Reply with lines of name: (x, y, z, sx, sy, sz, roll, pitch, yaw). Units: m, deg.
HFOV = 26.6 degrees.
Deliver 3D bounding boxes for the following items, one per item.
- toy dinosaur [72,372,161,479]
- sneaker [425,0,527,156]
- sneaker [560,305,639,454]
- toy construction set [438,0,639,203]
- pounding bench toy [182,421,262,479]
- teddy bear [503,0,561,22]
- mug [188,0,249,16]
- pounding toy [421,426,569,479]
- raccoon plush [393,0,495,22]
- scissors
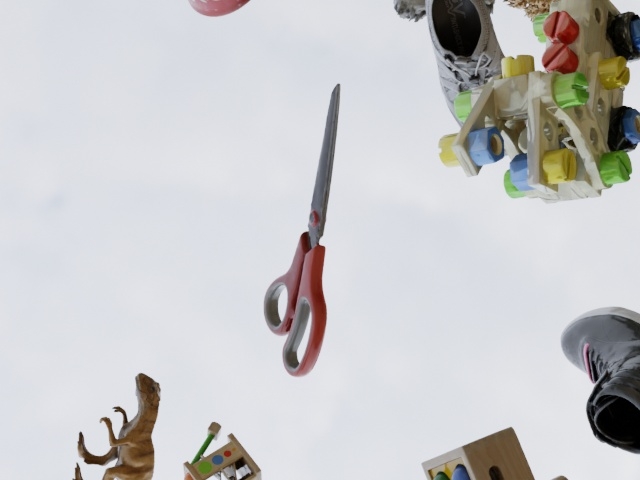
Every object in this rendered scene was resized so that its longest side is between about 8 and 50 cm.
toy dinosaur: (-0.201, 0.245, 1.429, 0.112, 0.212, 0.064, 1, -156, -3)
sneaker: (0.187, -0.227, 1.748, 0.115, 0.105, 0.281, -66, -45, -62)
sneaker: (0.343, 0.162, 1.590, 0.147, 0.295, 0.105, -26, -70, -23)
toy construction set: (0.227, -0.173, 1.239, 0.215, 0.151, 0.328, 33, -107, -43)
pounding bench toy: (-0.107, 0.225, 1.325, 0.065, 0.052, 0.083, -29, -123, -22)
teddy bear: (0.353, -0.388, 1.829, 0.113, 0.245, 0.338, 47, -169, 12)
mug: (-0.160, -0.346, 1.521, 0.113, 0.150, 0.169, -61, -36, -8)
pounding toy: (0.231, 0.338, 1.718, 0.094, 0.206, 0.181, -16, -102, -26)
raccoon plush: (0.124, -0.442, 1.995, 0.216, 0.446, 0.299, -13, -89, -8)
scissors: (0.000, 0.000, 1.314, 0.021, 0.297, 0.109, -1, -142, -28)
